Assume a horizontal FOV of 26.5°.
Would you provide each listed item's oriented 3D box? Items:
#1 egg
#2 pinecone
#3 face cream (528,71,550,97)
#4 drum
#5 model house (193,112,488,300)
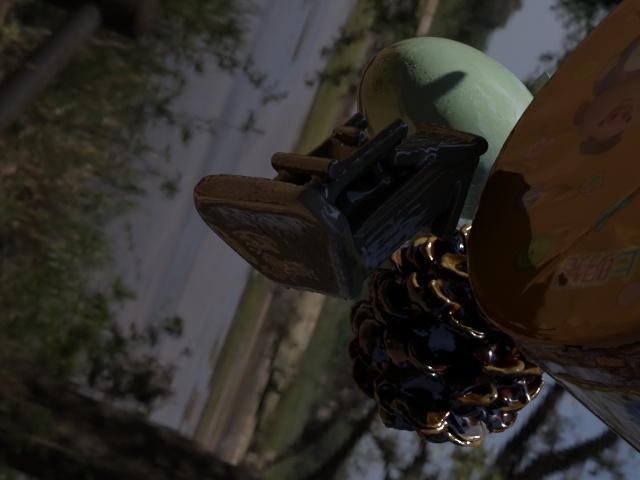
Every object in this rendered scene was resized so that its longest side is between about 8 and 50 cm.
[{"bbox_3d":[0.173,-0.143,1.744,0.203,0.283,0.203,-54,179,-1],"label":"egg"},{"bbox_3d":[0.143,0.097,1.475,0.257,0.243,0.243,96,13,-65],"label":"pinecone"},{"bbox_3d":[0.330,-0.057,1.790,0.143,0.089,0.314,123,-48,-59],"label":"face cream"},{"bbox_3d":[0.322,-0.034,0.954,0.431,0.214,0.431,-41,-156,22],"label":"drum"},{"bbox_3d":[0.023,-0.040,1.086,0.188,0.122,0.229,-35,-162,-22],"label":"model house"}]
